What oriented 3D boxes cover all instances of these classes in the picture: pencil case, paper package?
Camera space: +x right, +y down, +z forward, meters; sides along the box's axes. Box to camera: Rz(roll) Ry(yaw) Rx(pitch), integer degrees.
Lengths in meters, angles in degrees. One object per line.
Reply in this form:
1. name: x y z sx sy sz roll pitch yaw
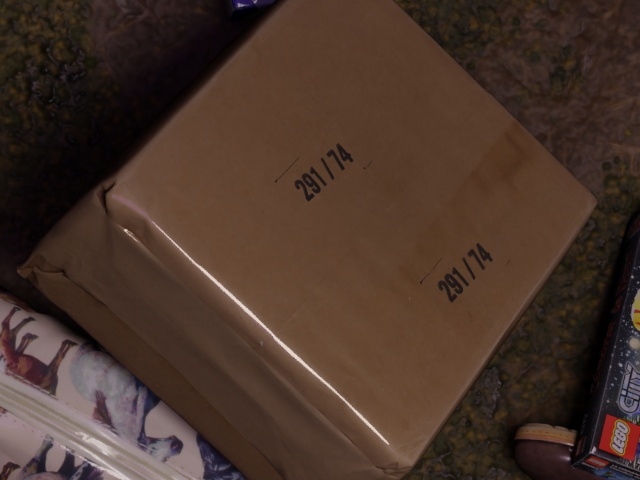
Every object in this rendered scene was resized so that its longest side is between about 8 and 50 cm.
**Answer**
1. pencil case: -0.172 0.159 1.467 0.410 0.183 0.160 30 71 -6
2. paper package: 0.000 0.000 1.419 0.309 0.168 0.325 44 51 -7

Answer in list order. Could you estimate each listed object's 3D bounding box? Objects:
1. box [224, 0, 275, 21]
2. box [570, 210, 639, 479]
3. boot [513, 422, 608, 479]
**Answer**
1. box: -0.020 -0.254 1.529 0.137 0.072 0.126 -13 92 -5
2. box: 0.309 0.102 1.543 0.159 0.044 0.233 21 64 -7
3. boot: 0.228 0.287 1.542 0.248 0.090 0.207 34 70 -14
